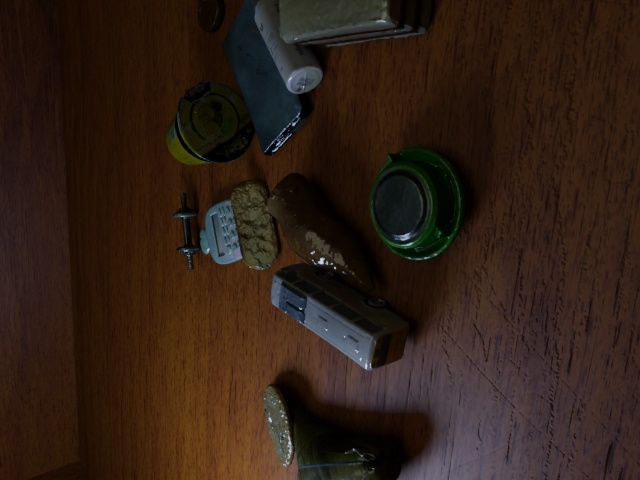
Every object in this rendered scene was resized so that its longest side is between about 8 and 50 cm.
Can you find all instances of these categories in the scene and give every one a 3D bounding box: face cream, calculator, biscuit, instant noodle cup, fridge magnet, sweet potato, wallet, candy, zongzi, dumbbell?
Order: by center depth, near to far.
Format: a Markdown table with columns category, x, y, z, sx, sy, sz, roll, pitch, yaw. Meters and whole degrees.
| category | x | y | z | sx | sy | sz | roll | pitch | yaw |
| --- | --- | --- | --- | --- | --- | --- | --- | --- | --- |
| fridge magnet | 0.168 | -0.066 | 0.898 | 0.208 | 0.088 | 0.208 | 10 | 103 | 48 |
| candy | 0.053 | -0.477 | 0.938 | 0.320 | 0.135 | 0.180 | 17 | 110 | 47 |
| sweet potato | 0.000 | -0.002 | 1.079 | 0.337 | 0.131 | 0.131 | 53 | 131 | 31 |
| zongzi | 0.032 | 0.457 | 1.121 | 0.286 | 0.138 | 0.300 | -54 | 39 | 30 |
| face cream | -0.093 | -0.487 | 1.137 | 0.092 | 0.092 | 0.312 | -44 | 62 | 43 |
| wallet | -0.147 | -0.416 | 1.244 | 0.190 | 0.046 | 0.379 | -40 | 65 | 43 |
| biscuit | -0.110 | 0.491 | 1.307 | 0.219 | 0.033 | 0.220 | 172 | 90 | -67 |
| biscuit | -0.176 | -0.043 | 1.320 | 0.118 | 0.029 | 0.247 | -14 | 84 | 17 |
| instant noodle cup | -0.328 | -0.302 | 1.364 | 0.236 | 0.215 | 0.216 | -4 | 92 | 56 |
| biscuit | -0.311 | -0.689 | 1.406 | 0.124 | 0.026 | 0.175 | 39 | 124 | 37 |
| calculator | -0.274 | -0.025 | 1.452 | 0.295 | 0.042 | 0.184 | -16 | 84 | 46 |
| dumbbell | -0.438 | -0.029 | 1.610 | 0.081 | 0.081 | 0.254 | -1 | 95 | 49 |

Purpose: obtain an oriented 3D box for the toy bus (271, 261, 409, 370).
| category | x | y | z | sx | sy | sz | roll | pitch | yaw |
| --- | --- | --- | --- | --- | --- | --- | --- | --- | --- |
| toy bus | 0.030 | 0.153 | 1.053 | 0.342 | 0.137 | 0.097 | 26 | 117 | 42 |
